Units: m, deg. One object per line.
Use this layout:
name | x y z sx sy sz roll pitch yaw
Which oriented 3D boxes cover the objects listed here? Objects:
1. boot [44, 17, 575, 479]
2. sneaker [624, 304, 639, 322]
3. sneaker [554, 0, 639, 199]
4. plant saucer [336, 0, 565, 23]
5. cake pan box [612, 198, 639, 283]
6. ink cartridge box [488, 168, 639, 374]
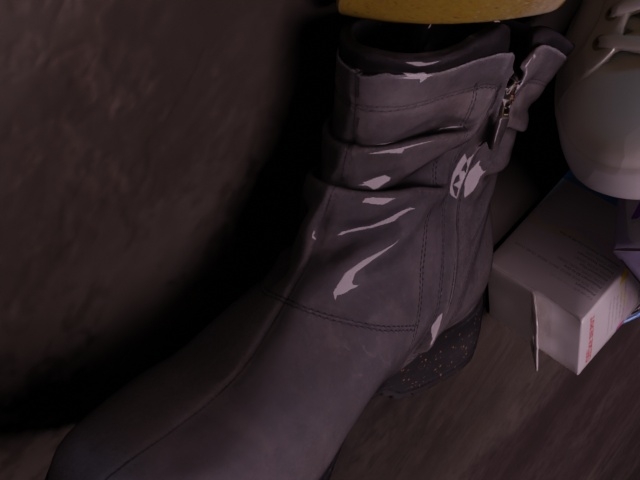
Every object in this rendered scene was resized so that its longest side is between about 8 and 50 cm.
boot | 0.000 0.000 0.533 0.338 0.118 0.222 -35 144 -51
sneaker | 0.300 0.000 1.017 0.188 0.067 0.078 -51 130 -2
sneaker | 0.192 -0.166 0.607 0.290 0.106 0.123 -68 149 -22
plant saucer | 0.165 -0.225 0.390 0.333 0.081 0.333 -48 -179 -13
cake pan box | 0.277 -0.067 0.763 0.267 0.070 0.245 36 59 -53
ink cartridge box | 0.197 0.025 0.848 0.143 0.090 0.092 -44 149 -18
